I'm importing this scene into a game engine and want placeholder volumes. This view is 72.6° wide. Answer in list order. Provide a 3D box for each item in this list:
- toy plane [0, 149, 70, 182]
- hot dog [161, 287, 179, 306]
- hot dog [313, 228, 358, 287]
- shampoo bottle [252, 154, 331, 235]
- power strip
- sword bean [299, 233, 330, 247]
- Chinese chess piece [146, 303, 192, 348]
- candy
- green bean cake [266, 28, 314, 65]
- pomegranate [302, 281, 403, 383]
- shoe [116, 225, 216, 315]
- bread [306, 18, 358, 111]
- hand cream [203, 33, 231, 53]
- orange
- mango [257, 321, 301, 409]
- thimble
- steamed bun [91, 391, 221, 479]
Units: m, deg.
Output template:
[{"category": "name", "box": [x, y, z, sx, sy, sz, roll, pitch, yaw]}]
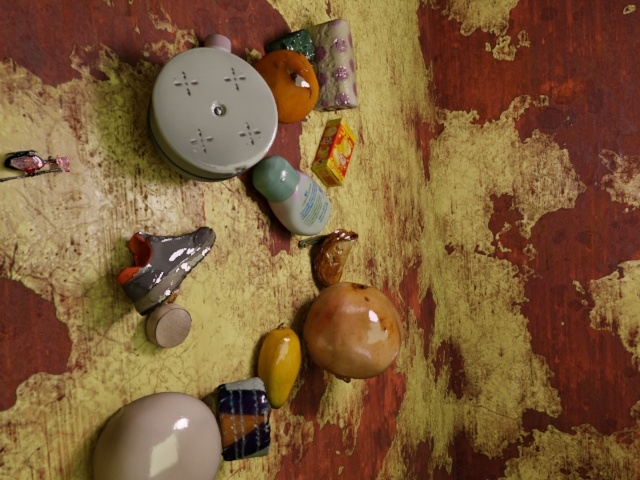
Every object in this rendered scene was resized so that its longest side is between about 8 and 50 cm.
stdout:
[{"category": "toy plane", "box": [-0.618, -0.166, 0.946, 0.145, 0.037, 0.060, -24, 112, -52]}, {"category": "hot dog", "box": [-0.416, 0.148, 1.221, 0.030, 0.034, 0.090, 37, 58, -48]}, {"category": "hot dog", "box": [0.054, 0.067, 1.822, 0.175, 0.114, 0.259, -9, 126, -61]}, {"category": "shampoo bottle", "box": [-0.108, -0.168, 1.580, 0.349, 0.151, 0.222, 43, 60, -46]}, {"category": "power strip", "box": [-0.300, -0.347, 1.202, 0.357, 0.161, 0.357, 2, 86, -27]}, {"category": "sword bean", "box": [-0.001, 0.000, 1.826, 0.269, 0.038, 0.043, -10, 72, -55]}, {"category": "Chinese chess piece", "box": [-0.414, 0.233, 1.190, 0.122, 0.051, 0.122, -19, 115, -50]}, {"category": "candy", "box": [0.064, -0.383, 1.891, 0.146, 0.088, 0.276, 42, 55, -44]}, {"category": "green bean cake", "box": [-0.092, -0.691, 1.669, 0.208, 0.107, 0.193, -55, 130, -43]}, {"category": "pomegranate", "box": [0.123, 0.363, 1.685, 0.411, 0.411, 0.411, 4, 85, -55]}, {"category": "shoe", "box": [-0.421, 0.035, 1.161, 0.171, 0.132, 0.336, 47, 36, -15]}, {"category": "bread", "box": [0.047, -0.711, 1.797, 0.155, 0.187, 0.338, -11, 98, -62]}, {"category": "hand cream", "box": [-0.328, -0.499, 1.333, 0.083, 0.133, 0.248, 108, -17, -78]}, {"category": "orange", "box": [-0.121, -0.528, 1.506, 0.246, 0.246, 0.246, 4, 85, -55]}, {"category": "mango", "box": [-0.145, 0.443, 1.535, 0.176, 0.119, 0.316, 8, 90, -57]}, {"category": "thimble", "box": [-0.231, 0.523, 1.298, 0.150, 0.237, 0.237, -4, 92, -14]}, {"category": "steamed bun", "box": [-0.389, 0.546, 1.093, 0.324, 0.206, 0.324, 6, 83, -54]}]
